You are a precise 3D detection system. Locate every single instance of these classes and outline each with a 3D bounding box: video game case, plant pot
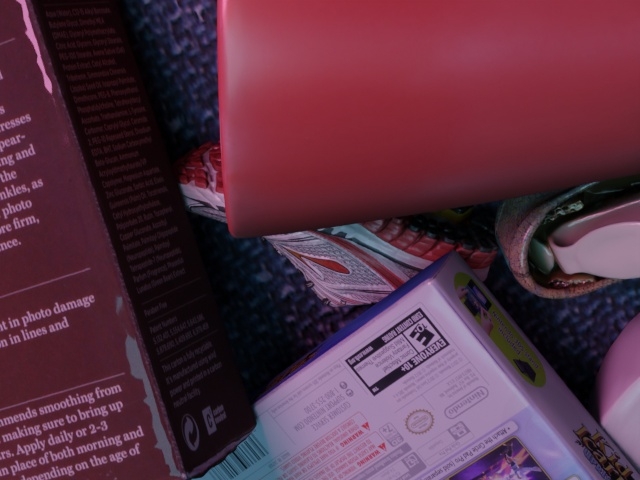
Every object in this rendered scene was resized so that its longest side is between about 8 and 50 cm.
[{"bbox_3d":[0.061,0.176,1.239,0.269,0.061,0.244,-37,94,30],"label":"video game case"},{"bbox_3d":[0.069,-0.137,1.076,0.243,0.275,0.275,1,116,1],"label":"plant pot"}]

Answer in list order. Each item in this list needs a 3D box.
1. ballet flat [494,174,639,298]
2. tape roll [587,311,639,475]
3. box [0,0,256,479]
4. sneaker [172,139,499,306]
[{"bbox_3d":[0.255,-0.032,1.140,0.316,0.106,0.107,-22,111,20],"label":"ballet flat"},{"bbox_3d":[0.316,0.155,1.248,0.286,0.100,0.286,4,116,8],"label":"tape roll"},{"bbox_3d":[-0.200,-0.021,1.180,0.191,0.143,0.381,-17,94,19],"label":"box"},{"bbox_3d":[0.000,0.000,1.241,0.225,0.088,0.093,19,120,2],"label":"sneaker"}]
